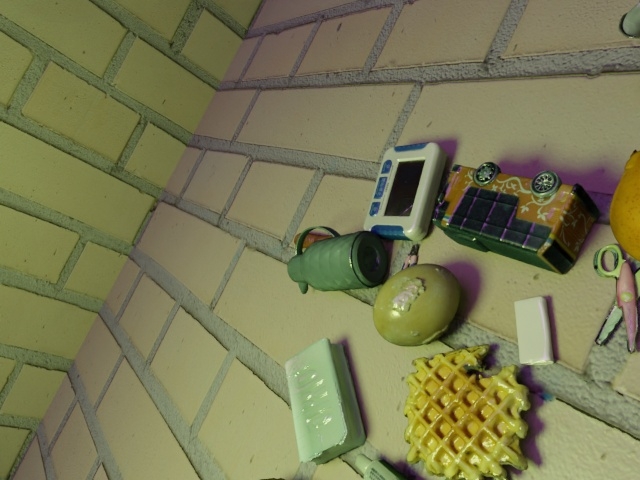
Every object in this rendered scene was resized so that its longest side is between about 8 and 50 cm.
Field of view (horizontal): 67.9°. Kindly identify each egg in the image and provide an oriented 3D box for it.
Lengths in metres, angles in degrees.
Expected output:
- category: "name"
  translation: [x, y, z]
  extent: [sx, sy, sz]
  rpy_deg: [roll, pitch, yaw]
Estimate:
- category: "egg"
  translation: [0.204, 0.137, 1.010]
  extent: [0.201, 0.164, 0.164]
  rpy_deg: [-44, 41, 10]

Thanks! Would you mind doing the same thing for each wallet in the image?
- category: "wallet"
  translation: [0.395, 0.168, 0.882]
  extent: [0.061, 0.025, 0.122]
  rpy_deg: [-18, 55, 39]

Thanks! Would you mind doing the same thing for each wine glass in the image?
- category: "wine glass"
  translation: [0.610, -0.343, 0.842]
  extent: [0.122, 0.182, 0.122]
  rpy_deg: [-27, 47, 34]

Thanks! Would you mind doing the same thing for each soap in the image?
- category: "soap"
  translation: [0.005, 0.379, 1.125]
  extent: [0.150, 0.094, 0.262]
  rpy_deg: [-39, 42, 25]

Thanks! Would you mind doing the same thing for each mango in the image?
- category: "mango"
  translation: [0.585, -0.084, 0.730]
  extent: [0.190, 0.160, 0.291]
  rpy_deg: [21, 72, 44]

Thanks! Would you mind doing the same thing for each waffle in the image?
- category: "waffle"
  translation: [0.265, 0.322, 0.893]
  extent: [0.261, 0.056, 0.250]
  rpy_deg: [-21, 48, 37]

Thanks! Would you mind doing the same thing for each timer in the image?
- category: "timer"
  translation: [0.219, -0.121, 1.219]
  extent: [0.178, 0.078, 0.254]
  rpy_deg: [5, 73, 47]

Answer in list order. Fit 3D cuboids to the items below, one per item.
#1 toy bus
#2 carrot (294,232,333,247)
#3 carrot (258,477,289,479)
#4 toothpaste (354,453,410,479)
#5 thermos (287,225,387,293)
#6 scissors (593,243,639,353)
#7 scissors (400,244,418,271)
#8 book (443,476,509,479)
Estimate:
- category: "toy bus"
  translation: [0.376, -0.051, 0.956]
  extent: [0.275, 0.138, 0.167]
  rpy_deg: [25, 88, 50]
- category: "carrot"
  translation: [0.000, 0.000, 1.416]
  extent: [0.216, 0.048, 0.048]
  rpy_deg: [0, 67, 43]
- category: "carrot"
  translation: [-0.044, 0.597, 1.014]
  extent: [0.301, 0.138, 0.139]
  rpy_deg: [-9, 60, 38]
- category: "toothpaste"
  translation: [0.194, 0.494, 0.837]
  extent: [0.392, 0.061, 0.099]
  rpy_deg: [21, 75, 50]
- category: "thermos"
  translation: [0.025, 0.048, 1.259]
  extent: [0.286, 0.144, 0.183]
  rpy_deg: [-9, 88, 44]
- category: "scissors"
  translation: [0.515, 0.095, 0.800]
  extent: [0.133, 0.020, 0.187]
  rpy_deg: [5, 69, 52]
- category: "scissors"
  translation: [0.215, 0.062, 1.158]
  extent: [0.039, 0.012, 0.114]
  rpy_deg: [4, 70, 48]
- category: "book"
  translation: [0.238, 0.534, 0.825]
  extent: [0.282, 0.025, 0.215]
  rpy_deg: [-42, 41, 21]
